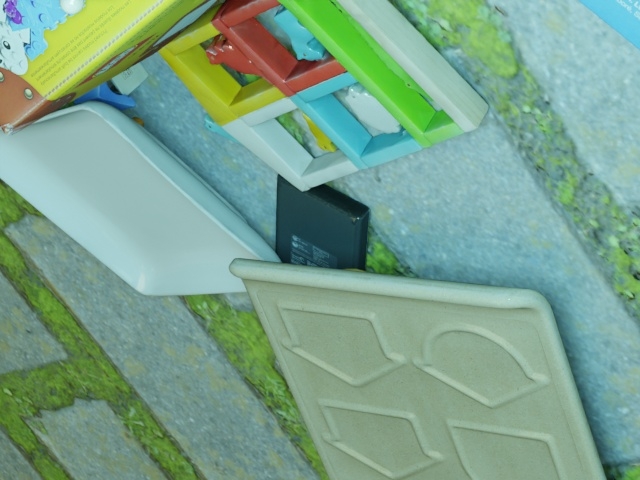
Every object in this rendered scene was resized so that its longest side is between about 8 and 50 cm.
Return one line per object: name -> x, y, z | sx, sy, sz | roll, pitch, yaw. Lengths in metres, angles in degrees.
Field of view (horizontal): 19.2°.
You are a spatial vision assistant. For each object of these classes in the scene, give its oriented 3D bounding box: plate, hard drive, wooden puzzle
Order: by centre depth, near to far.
wooden puzzle -> 0.111, 0.136, 1.753 | 0.322, 0.080, 0.348 | 6, 137, 35
hard drive -> 0.000, 0.000, 1.780 | 0.094, 0.022, 0.135 | 28, 144, 21
plate -> -0.189, -0.044, 1.850 | 0.277, 0.045, 0.278 | 43, 154, -27

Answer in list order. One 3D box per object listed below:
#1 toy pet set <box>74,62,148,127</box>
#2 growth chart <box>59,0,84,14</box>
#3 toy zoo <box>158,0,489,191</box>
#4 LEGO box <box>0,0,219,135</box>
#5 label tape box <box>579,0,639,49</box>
toy pet set -> -0.218, -0.139, 1.812 | 0.114, 0.065, 0.122 | -8, 121, 49
growth chart -> -0.221, -0.267, 1.217 | 0.237, 0.021, 0.172 | 41, 132, 9
toy zoo -> -0.016, -0.134, 1.616 | 0.192, 0.030, 0.293 | 44, 147, -21
LEGO box -> -0.125, -0.357, 1.244 | 0.500, 0.193, 0.372 | -32, 94, 42
label tape box -> 0.299, -0.229, 1.157 | 0.240, 0.106, 0.333 | 40, 145, 4
